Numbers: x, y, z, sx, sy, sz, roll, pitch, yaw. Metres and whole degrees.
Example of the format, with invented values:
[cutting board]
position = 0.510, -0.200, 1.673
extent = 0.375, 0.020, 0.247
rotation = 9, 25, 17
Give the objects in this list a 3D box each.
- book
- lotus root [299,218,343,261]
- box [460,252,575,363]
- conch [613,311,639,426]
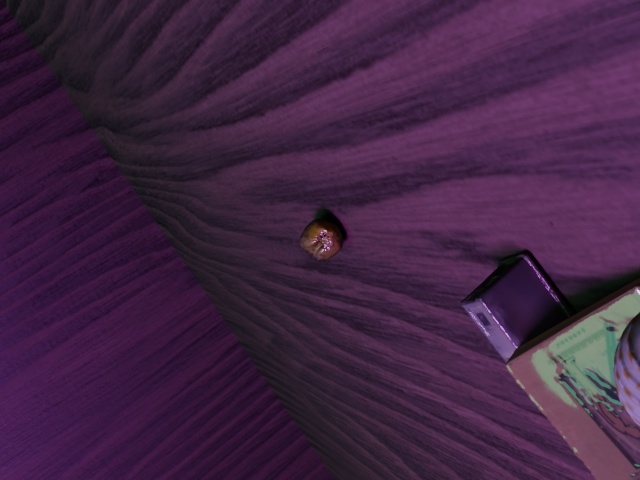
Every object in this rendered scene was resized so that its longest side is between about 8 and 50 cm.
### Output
[book]
position = 0.264, 0.151, 0.656
extent = 0.231, 0.026, 0.161
rotation = 51, 140, 6
[lotus root]
position = 0.000, 0.000, 1.135
extent = 0.054, 0.049, 0.099
rotation = 46, 163, -4
[box]
position = 0.175, 0.064, 0.763
extent = 0.084, 0.063, 0.060
rotation = 52, 163, 0
[conch]
position = 0.255, 0.085, 0.522
extent = 0.153, 0.102, 0.135
rotation = 24, 175, -43
